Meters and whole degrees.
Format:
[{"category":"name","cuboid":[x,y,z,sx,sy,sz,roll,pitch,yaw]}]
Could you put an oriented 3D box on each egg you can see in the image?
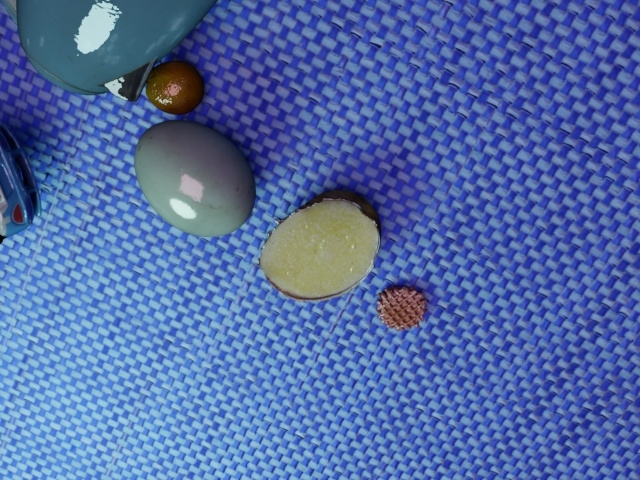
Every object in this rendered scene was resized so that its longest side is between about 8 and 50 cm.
[{"category":"egg","cuboid":[-0.181,-0.090,0.994,0.192,0.149,0.149,46,109,-5]}]

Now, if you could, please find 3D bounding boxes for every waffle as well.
[{"category":"waffle","cuboid":[0.130,0.108,1.094,0.083,0.029,0.075,0,111,5]}]

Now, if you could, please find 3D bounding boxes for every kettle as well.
[{"category":"kettle","cuboid":[-0.286,-0.364,0.879,0.319,0.247,0.342,48,119,8]}]

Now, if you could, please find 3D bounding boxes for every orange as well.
[{"category":"orange","cuboid":[-0.210,-0.220,0.990,0.085,0.085,0.085,2,110,6]}]

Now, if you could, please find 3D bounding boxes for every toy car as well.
[{"category":"toy car","cuboid":[-0.552,-0.085,1.045,0.314,0.166,0.198,-3,110,39]}]

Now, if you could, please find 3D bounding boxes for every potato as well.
[{"category":"potato","cuboid":[0.000,0.000,1.045,0.200,0.081,0.164,-40,109,22]}]
